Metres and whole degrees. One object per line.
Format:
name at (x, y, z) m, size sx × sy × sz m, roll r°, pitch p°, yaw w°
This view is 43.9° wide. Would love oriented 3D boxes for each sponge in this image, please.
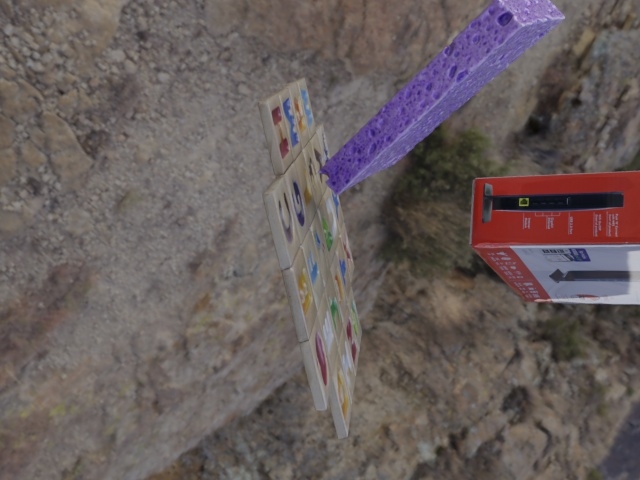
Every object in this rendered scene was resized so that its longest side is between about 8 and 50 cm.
sponge at (0.098, -0.121, 0.661) m, size 0.210 × 0.031 × 0.117 m, roll -41°, pitch 173°, yaw 34°

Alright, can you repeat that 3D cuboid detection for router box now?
router box at (0.366, 0.007, 0.954) m, size 0.335 × 0.301 × 0.082 m, roll 32°, pitch 61°, yaw -61°

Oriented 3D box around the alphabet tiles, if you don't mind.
alphabet tiles at (0.000, 0.000, 0.731) m, size 0.342 × 0.011 × 0.285 m, roll -69°, pitch 147°, yaw -73°
